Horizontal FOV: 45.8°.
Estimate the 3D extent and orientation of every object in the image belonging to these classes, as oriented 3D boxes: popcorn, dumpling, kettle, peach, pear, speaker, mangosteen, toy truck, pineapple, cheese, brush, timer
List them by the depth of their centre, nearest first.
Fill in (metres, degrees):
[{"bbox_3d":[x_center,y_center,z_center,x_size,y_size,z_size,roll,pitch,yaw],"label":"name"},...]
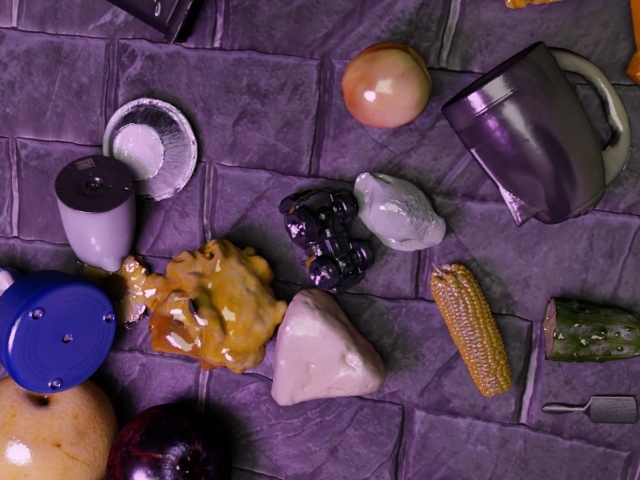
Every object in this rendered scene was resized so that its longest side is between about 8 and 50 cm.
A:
[{"bbox_3d":[0.440,-0.202,1.438,0.321,0.228,0.324,-36,97,-13],"label":"kettle"},{"bbox_3d":[0.128,-0.304,1.497,0.184,0.184,0.184,3,102,14],"label":"peach"},{"bbox_3d":[-0.395,-0.558,1.572,0.388,0.184,0.180,32,108,7],"label":"speaker"},{"bbox_3d":[0.154,-0.051,1.578,0.219,0.108,0.152,35,107,9],"label":"dumpling"},{"bbox_3d":[0.568,0.357,1.605,0.193,0.016,0.062,-3,100,14],"label":"brush"},{"bbox_3d":[0.000,0.000,1.618,0.165,0.147,0.224,-8,107,56],"label":"toy truck"},{"bbox_3d":[0.017,0.223,1.635,0.251,0.173,0.247,0,110,15],"label":"cheese"},{"bbox_3d":[-0.232,0.153,1.647,0.316,0.281,0.297,-31,75,6],"label":"popcorn"},{"bbox_3d":[-0.501,-0.072,1.692,0.221,0.161,0.236,55,154,28],"label":"kettle"},{"bbox_3d":[-0.354,0.524,1.750,0.300,0.300,0.300,3,102,14],"label":"mangosteen"},{"bbox_3d":[-0.687,0.161,1.763,0.384,0.270,0.270,22,108,38],"label":"timer"},{"bbox_3d":[-0.644,0.466,1.768,0.348,0.348,0.348,3,102,14],"label":"pear"},{"bbox_3d":[-0.489,0.106,1.811,0.221,0.047,0.221,2,99,11],"label":"pineapple"}]

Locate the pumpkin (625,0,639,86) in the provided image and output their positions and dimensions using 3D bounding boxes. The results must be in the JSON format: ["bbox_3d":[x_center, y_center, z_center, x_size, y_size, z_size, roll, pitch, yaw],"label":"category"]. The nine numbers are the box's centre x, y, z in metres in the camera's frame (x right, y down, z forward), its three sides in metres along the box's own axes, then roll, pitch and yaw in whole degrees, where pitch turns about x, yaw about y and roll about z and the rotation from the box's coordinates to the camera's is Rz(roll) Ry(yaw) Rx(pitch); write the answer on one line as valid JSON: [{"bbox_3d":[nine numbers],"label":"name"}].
[{"bbox_3d":[0.693,-0.361,1.375,0.258,0.095,0.290,-6,106,8],"label":"pumpkin"}]

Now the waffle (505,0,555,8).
[{"bbox_3d":[0.435,-0.571,1.377,0.324,0.151,0.261,-8,104,19],"label":"waffle"}]

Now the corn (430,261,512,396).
[{"bbox_3d":[0.319,0.180,1.588,0.101,0.101,0.310,-24,93,18],"label":"corn"}]

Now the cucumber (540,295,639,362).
[{"bbox_3d":[0.573,0.187,1.517,0.244,0.134,0.134,7,103,10],"label":"cucumber"}]

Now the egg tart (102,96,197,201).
[{"bbox_3d":[-0.389,-0.202,1.693,0.234,0.094,0.234,2,100,14],"label":"egg tart"}]
